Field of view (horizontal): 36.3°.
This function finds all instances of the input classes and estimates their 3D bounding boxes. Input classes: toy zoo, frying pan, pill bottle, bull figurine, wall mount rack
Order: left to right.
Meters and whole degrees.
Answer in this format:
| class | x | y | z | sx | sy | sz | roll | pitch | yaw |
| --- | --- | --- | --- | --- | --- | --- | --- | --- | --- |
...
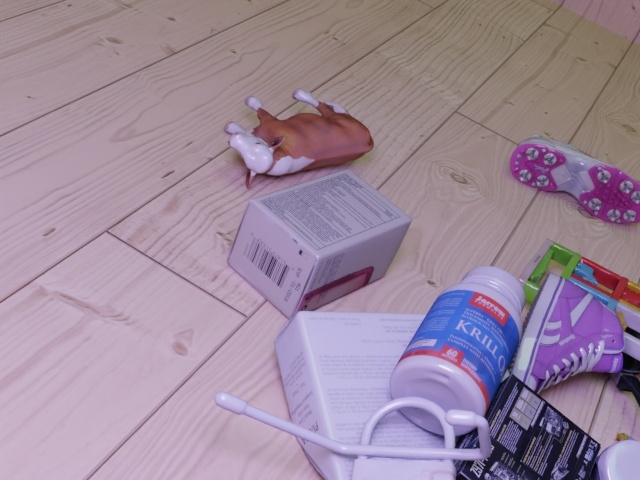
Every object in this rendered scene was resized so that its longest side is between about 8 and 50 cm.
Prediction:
| class | x | y | z | sx | sy | sz | roll | pitch | yaw |
| --- | --- | --- | --- | --- | --- | --- | --- | --- | --- |
| bull figurine | -0.054 | -0.183 | 1.727 | 0.310 | 0.101 | 0.188 | -8 | 42 | -37 |
| wall mount rack | 0.023 | 0.289 | 1.041 | 0.304 | 0.130 | 0.350 | -1 | 49 | 15 |
| pill bottle | 0.184 | 0.131 | 1.245 | 0.124 | 0.124 | 0.221 | 29 | 45 | 8 |
| toy zoo | 0.479 | 0.107 | 1.626 | 0.293 | 0.030 | 0.192 | 29 | 32 | 14 |
| frying pan | 0.496 | 0.194 | 1.570 | 0.197 | 0.053 | 0.326 | -4 | 42 | -34 |

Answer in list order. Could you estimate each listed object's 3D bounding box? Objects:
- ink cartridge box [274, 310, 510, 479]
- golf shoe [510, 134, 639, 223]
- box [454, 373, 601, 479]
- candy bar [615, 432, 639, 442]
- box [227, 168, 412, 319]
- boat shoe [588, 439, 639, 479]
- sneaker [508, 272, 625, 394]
| class | x | y | z | sx | sy | sz | roll | pitch | yaw |
| --- | --- | --- | --- | --- | --- | --- | --- | --- | --- |
| ink cartridge box | 0.129 | 0.273 | 1.250 | 0.308 | 0.091 | 0.385 | 4 | 55 | -27 |
| golf shoe | 0.545 | -0.139 | 2.018 | 0.306 | 0.115 | 0.140 | 26 | 30 | 3 |
| box | 0.240 | 0.280 | 1.191 | 0.147 | 0.077 | 0.180 | 38 | 46 | 2 |
| candy bar | 0.442 | 0.331 | 1.380 | 0.040 | 0.018 | 0.161 | 24 | 33 | -4 |
| box | 0.000 | 0.000 | 1.480 | 0.148 | 0.127 | 0.232 | 40 | 37 | 25 |
| boat shoe | 0.382 | 0.399 | 1.176 | 0.108 | 0.102 | 0.301 | -2 | 61 | -16 |
| sneaker | 0.364 | 0.173 | 1.441 | 0.161 | 0.102 | 0.282 | 30 | 51 | 9 |
